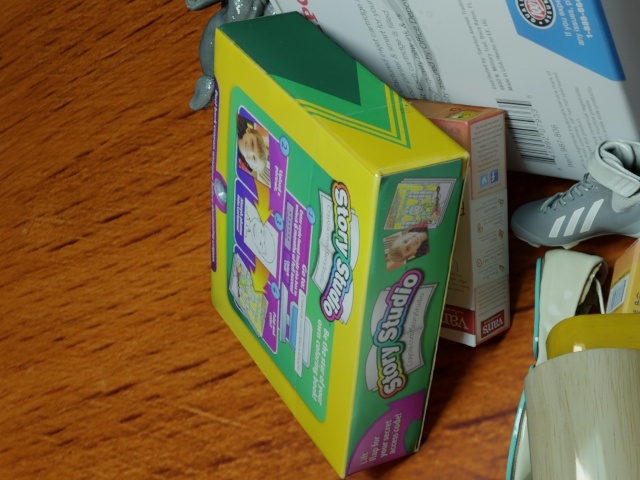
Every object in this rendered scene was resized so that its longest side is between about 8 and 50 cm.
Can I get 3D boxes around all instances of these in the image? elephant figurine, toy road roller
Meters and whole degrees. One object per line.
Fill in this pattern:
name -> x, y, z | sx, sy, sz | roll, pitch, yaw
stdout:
elephant figurine -> -0.092, -0.307, 1.548 | 0.239, 0.185, 0.169 | -107, 20, -49
toy road roller -> 0.323, 0.128, 0.826 | 0.329, 0.241, 0.203 | -2, 60, 3

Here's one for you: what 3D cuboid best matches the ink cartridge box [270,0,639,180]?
ink cartridge box -> 0.162, -0.226, 1.156 | 0.394, 0.285, 0.166 | 13, 54, 43

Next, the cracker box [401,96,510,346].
cracker box -> 0.111, -0.023, 1.170 | 0.155, 0.067, 0.232 | 13, 116, 43

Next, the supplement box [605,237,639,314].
supplement box -> 0.284, 0.122, 1.011 | 0.078, 0.080, 0.234 | 15, 75, 2

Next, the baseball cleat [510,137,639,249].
baseball cleat -> 0.256, -0.046, 1.074 | 0.205, 0.109, 0.072 | -2, 35, 45

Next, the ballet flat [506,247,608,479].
ballet flat -> 0.230, 0.122, 1.079 | 0.086, 0.086, 0.249 | -5, 63, 38

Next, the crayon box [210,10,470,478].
crayon box -> 0.000, 0.000, 1.166 | 0.313, 0.106, 0.363 | 46, 143, 43
